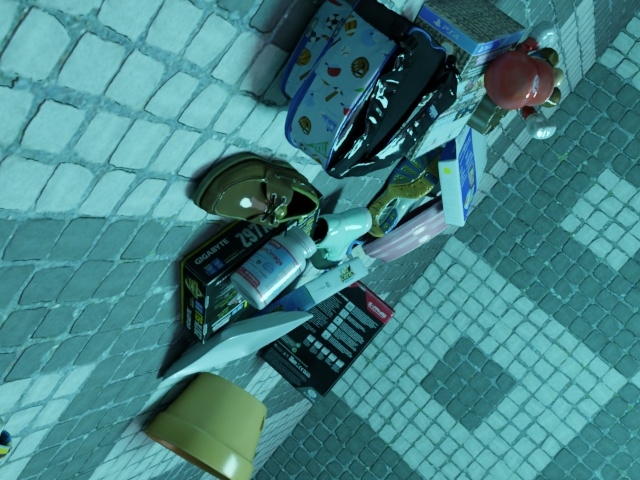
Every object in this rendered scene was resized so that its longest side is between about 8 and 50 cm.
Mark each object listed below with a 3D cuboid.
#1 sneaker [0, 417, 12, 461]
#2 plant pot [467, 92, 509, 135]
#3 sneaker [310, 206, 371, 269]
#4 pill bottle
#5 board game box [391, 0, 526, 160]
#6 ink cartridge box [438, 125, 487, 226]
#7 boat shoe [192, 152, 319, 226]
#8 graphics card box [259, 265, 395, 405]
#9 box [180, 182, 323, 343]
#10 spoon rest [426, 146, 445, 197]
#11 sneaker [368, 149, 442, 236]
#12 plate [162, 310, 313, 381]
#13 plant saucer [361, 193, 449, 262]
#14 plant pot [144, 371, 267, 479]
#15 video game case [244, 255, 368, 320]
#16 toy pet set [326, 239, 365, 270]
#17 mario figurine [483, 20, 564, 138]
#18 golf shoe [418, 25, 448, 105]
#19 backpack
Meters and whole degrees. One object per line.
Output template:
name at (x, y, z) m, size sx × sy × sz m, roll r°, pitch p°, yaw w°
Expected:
sneaker at (-0.545, 0.357, 1.195) m, size 0.084 × 0.069 × 0.185 m, roll -30°, pitch 157°, yaw -34°
plant pot at (0.373, -0.352, 1.767) m, size 0.167 × 0.165 × 0.167 m, roll -43°, pitch 163°, yaw -16°
sneaker at (0.000, -0.001, 1.780) m, size 0.151 × 0.094 × 0.256 m, roll -8°, pitch 155°, yaw -34°
pill bottle at (-0.086, 0.048, 1.371) m, size 0.160 × 0.087 × 0.087 m, roll -44°, pitch 163°, yaw -18°
board game box at (0.258, -0.345, 1.526) m, size 0.232 × 0.141 × 0.291 m, roll -30°, pitch 155°, yaw -48°
ink cartridge box at (0.391, -0.250, 1.982) m, size 0.303 × 0.072 × 0.307 m, roll -61°, pitch 147°, yaw -38°
boat shoe at (-0.096, -0.083, 1.281) m, size 0.111 × 0.104 × 0.307 m, roll -56°, pitch 162°, yaw 25°
graphics card box at (0.021, 0.279, 2.171) m, size 0.371 × 0.233 × 0.094 m, roll -52°, pitch 172°, yaw 7°
box at (-0.142, 0.040, 1.495) m, size 0.322 × 0.079 × 0.257 m, roll -39°, pitch 163°, yaw -29°
spoon rest at (0.327, -0.193, 2.156) m, size 0.137 × 0.084 × 0.276 m, roll -47°, pitch 164°, yaw -6°
sneaker at (0.234, -0.141, 2.033) m, size 0.296 × 0.112 × 0.131 m, roll -46°, pitch 175°, yaw 20°
plate at (-0.198, 0.234, 1.683) m, size 0.277 × 0.045 × 0.278 m, roll -11°, pitch 161°, yaw -48°
plant saucer at (0.278, -0.034, 2.173) m, size 0.332 × 0.084 × 0.332 m, roll -32°, pitch -177°, yaw 2°
plant pot at (-0.269, 0.470, 1.843) m, size 0.203 × 0.291 × 0.291 m, roll -60°, pitch 169°, yaw -22°
video game case at (-0.045, 0.149, 1.858) m, size 0.269 × 0.061 × 0.244 m, roll -33°, pitch 176°, yaw 38°
toy pet set at (0.067, 0.029, 2.075) m, size 0.122 × 0.065 × 0.114 m, roll -38°, pitch -162°, yaw -23°
mario figurine at (0.462, -0.332, 1.504) m, size 0.170 × 0.198 × 0.320 m, roll -43°, pitch 173°, yaw 29°
golf shoe at (0.143, -0.283, 1.419) m, size 0.105 × 0.120 × 0.273 m, roll -32°, pitch 158°, yaw -48°
backpack at (0.057, -0.234, 1.150) m, size 0.263 × 0.213 × 0.276 m, roll -61°, pitch 155°, yaw 13°
